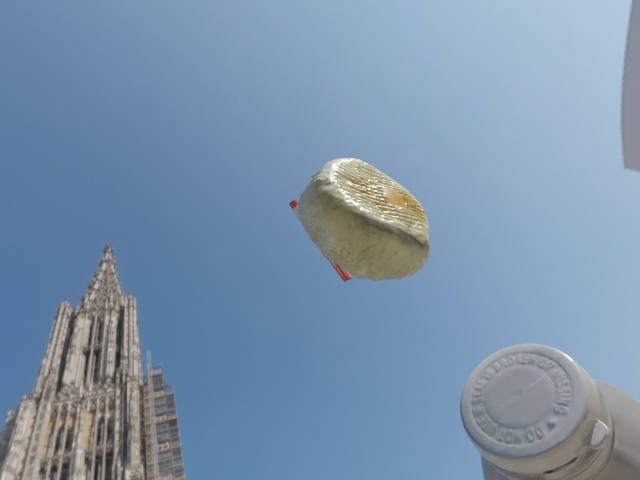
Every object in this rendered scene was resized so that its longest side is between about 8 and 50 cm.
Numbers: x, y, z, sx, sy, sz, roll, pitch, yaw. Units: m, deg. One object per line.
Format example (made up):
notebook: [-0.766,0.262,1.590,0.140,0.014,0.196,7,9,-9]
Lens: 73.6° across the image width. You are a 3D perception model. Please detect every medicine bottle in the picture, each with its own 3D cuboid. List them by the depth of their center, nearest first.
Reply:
medicine bottle: [0.204,0.182,0.336,0.135,0.135,0.215,-42,-68,-1]

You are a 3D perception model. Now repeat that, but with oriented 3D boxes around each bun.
bun: [0.066,-0.026,0.729,0.243,0.244,0.153,15,-58,-29]

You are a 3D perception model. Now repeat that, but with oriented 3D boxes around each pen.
pen: [0.000,0.000,1.047,0.028,0.028,0.239,-35,-98,-5]
